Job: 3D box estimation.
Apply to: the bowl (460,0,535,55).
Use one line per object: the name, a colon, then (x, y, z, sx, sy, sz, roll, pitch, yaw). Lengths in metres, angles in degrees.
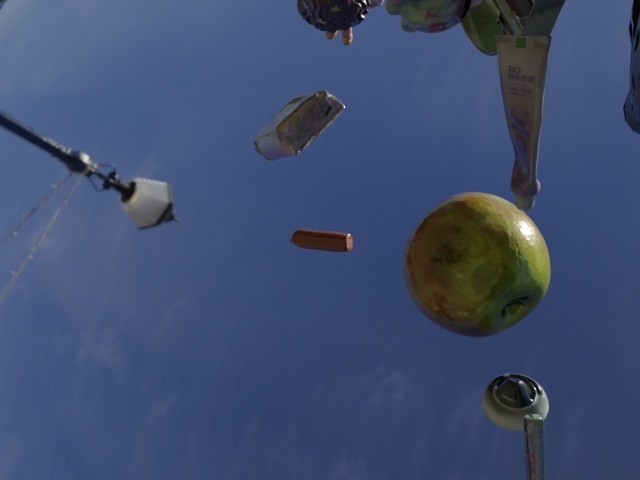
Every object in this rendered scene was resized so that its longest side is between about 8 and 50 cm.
bowl: (0.496, -0.707, 1.853, 0.185, 0.354, 0.354, -23, -134, -2)

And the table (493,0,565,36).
table: (0.332, -0.388, 1.125, 0.062, 0.175, 0.146, -6, -126, -12)

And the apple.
apple: (0.367, 0.060, 1.586, 0.339, 0.339, 0.340, -22, -128, 31)

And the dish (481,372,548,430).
dish: (0.413, 0.321, 1.439, 0.141, 0.078, 0.141, -6, -142, 4)

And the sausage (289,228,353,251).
sausage: (0.000, 0.000, 1.392, 0.131, 0.039, 0.041, 6, -82, 20)

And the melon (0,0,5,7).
melon: (-0.469, -0.221, 0.741, 0.343, 0.226, 0.331, -45, -100, 24)

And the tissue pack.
tissue pack: (-0.071, -0.333, 1.959, 0.215, 0.123, 0.256, -46, -165, -13)

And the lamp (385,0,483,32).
lamp: (0.274, -0.692, 1.804, 0.247, 0.301, 0.247, -19, -115, 28)

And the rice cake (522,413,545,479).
rice cake: (0.379, 0.396, 1.205, 0.033, 0.208, 0.033, -7, -158, 5)

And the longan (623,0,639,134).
longan: (0.248, -0.104, 0.353, 0.189, 0.189, 0.189, -22, -128, 31)

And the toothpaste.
toothpaste: (0.316, -0.175, 1.056, 0.048, 0.301, 0.075, -32, -140, -24)

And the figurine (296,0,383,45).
figurine: (0.027, -0.446, 1.279, 0.174, 0.240, 0.116, 16, -87, 9)
